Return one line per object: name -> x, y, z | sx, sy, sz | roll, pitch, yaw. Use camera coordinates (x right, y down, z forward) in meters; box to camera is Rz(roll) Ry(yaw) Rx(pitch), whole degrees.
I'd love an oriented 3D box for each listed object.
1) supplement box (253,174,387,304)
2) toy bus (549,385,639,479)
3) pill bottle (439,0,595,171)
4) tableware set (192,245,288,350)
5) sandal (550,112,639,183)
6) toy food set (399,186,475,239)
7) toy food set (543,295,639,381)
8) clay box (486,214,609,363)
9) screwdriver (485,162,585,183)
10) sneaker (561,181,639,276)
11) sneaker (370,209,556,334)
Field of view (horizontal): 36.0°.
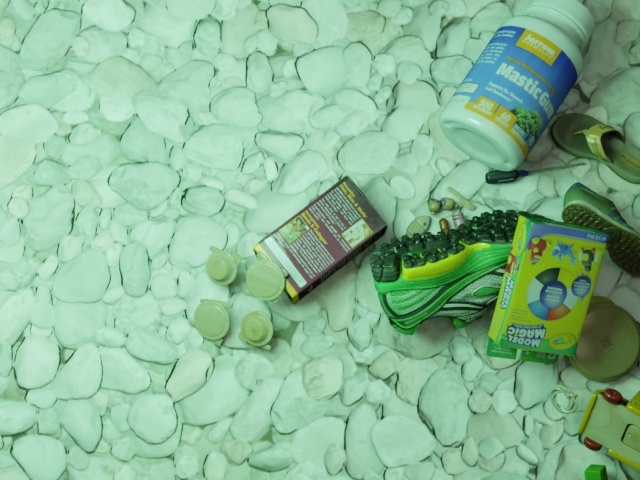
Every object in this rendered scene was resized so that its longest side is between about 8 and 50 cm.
supplement box -> 0.000, 0.000, 1.542 | 0.188, 0.081, 0.104 | -37, 81, -7
toy bus -> 0.477, 0.278, 1.473 | 0.191, 0.104, 0.202 | -25, 87, 37
pill bottle -> 0.320, -0.258, 1.563 | 0.152, 0.152, 0.272 | 33, 81, 6
tableware set -> -0.125, 0.091, 1.516 | 0.141, 0.020, 0.168 | 17, 105, 19
sandal -> 0.462, -0.154, 1.593 | 0.180, 0.049, 0.072 | 31, 80, 6
toy food set -> 0.193, -0.027, 1.580 | 0.078, 0.019, 0.122 | 38, 80, 7
toy food set -> 0.441, 0.155, 1.539 | 0.192, 0.038, 0.132 | 12, 85, -3
clay box -> 0.332, 0.082, 1.454 | 0.128, 0.053, 0.221 | 8, 103, -14
screwdriver -> 0.350, -0.110, 1.602 | 0.170, 0.024, 0.025 | -4, 108, -8
sneaker -> 0.461, -0.026, 1.557 | 0.192, 0.064, 0.086 | 34, 39, -14
sneaker -> 0.246, 0.047, 1.530 | 0.344, 0.134, 0.146 | -13, 115, -10
